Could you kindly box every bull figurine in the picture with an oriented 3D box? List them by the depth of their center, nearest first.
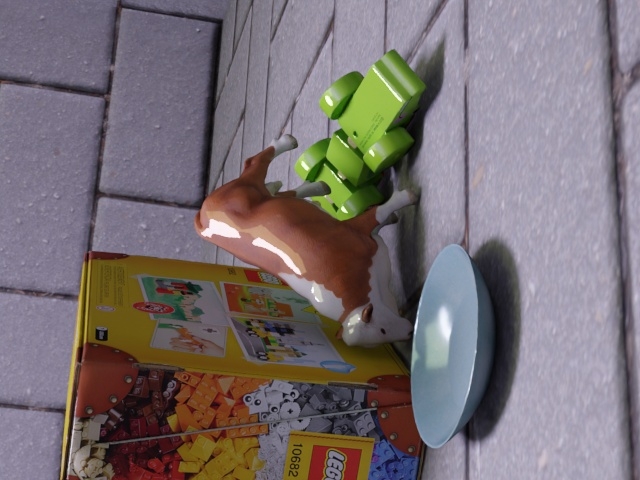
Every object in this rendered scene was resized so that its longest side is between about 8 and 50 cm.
[{"bbox_3d":[0.000,0.000,1.425,0.188,0.310,0.101,-47,-26,-29],"label":"bull figurine"}]

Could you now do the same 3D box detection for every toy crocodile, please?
[{"bbox_3d":[0.055,-0.119,1.526,0.115,0.105,0.340,48,148,15],"label":"toy crocodile"}]

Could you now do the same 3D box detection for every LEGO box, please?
[{"bbox_3d":[-0.116,0.176,1.476,0.500,0.372,0.193,-127,45,-74],"label":"LEGO box"}]

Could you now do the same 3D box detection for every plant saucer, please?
[{"bbox_3d":[0.131,0.101,1.151,0.195,0.037,0.195,-173,90,-79],"label":"plant saucer"}]
